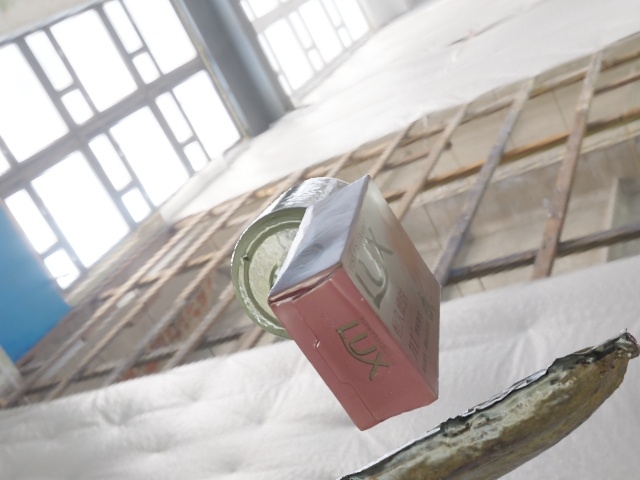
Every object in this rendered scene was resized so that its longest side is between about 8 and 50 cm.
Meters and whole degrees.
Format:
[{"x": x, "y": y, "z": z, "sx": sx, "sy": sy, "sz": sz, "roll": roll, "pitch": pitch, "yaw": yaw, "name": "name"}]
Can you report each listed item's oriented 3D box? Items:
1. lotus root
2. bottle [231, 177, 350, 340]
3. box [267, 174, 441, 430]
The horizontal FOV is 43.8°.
[{"x": 0.169, "y": 0.189, "z": 0.765, "sx": 0.329, "sy": 0.078, "sz": 0.167, "roll": -37, "pitch": 164, "yaw": 27, "name": "lotus root"}, {"x": 0.000, "y": 0.000, "z": 0.767, "sx": 0.120, "sy": 0.120, "sz": 0.253, "roll": -24, "pitch": -170, "yaw": 14, "name": "bottle"}, {"x": 0.029, "y": 0.034, "z": 0.522, "sx": 0.060, "sy": 0.111, "sz": 0.156, "roll": -30, "pitch": -162, "yaw": 20, "name": "box"}]
